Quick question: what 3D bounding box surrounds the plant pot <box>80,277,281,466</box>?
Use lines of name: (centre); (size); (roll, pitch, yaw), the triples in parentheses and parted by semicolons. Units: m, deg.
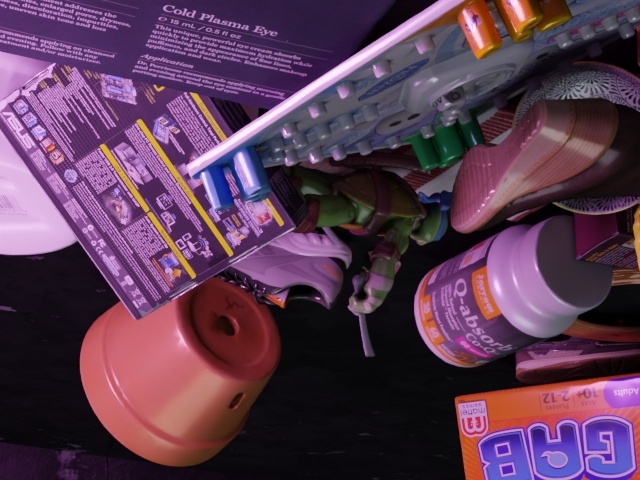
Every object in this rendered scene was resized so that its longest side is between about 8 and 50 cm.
plant pot: (-0.199, 0.179, 1.967); (0.291, 0.290, 0.203); (19, 137, -33)

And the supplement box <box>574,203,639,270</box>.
supplement box: (0.436, -0.013, 1.636); (0.188, 0.080, 0.104); (10, 157, -17)

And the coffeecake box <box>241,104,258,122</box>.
coffeecake box: (-0.147, -0.100, 1.419); (0.068, 0.142, 0.185); (17, 153, -32)

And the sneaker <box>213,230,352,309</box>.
sneaker: (-0.094, 0.037, 1.793); (0.272, 0.108, 0.100); (6, 159, 3)

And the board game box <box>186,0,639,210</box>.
board game box: (0.137, -0.139, 1.139); (0.390, 0.050, 0.390); (-28, 170, 41)

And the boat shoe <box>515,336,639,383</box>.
boat shoe: (0.439, 0.190, 2.136); (0.224, 0.073, 0.080); (-10, 151, 10)

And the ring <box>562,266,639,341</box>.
ring: (0.491, 0.093, 1.953); (0.337, 0.032, 0.336); (3, 158, 1)

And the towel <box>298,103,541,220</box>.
towel: (0.169, -0.109, 1.499); (0.329, 0.037, 0.237); (14, 155, -26)

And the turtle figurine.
turtle figurine: (0.000, 0.000, 1.476); (0.266, 0.197, 0.275); (20, 148, -28)

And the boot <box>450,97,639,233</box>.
boot: (0.263, -0.057, 1.281); (0.207, 0.090, 0.248); (10, 154, -17)

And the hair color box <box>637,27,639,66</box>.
hair color box: (0.406, -0.189, 1.233); (0.167, 0.053, 0.093); (-15, 143, 32)

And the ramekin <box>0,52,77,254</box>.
ramekin: (-0.374, -0.093, 1.443); (0.277, 0.135, 0.277); (5, 153, 3)

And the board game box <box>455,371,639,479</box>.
board game box: (0.495, 0.416, 2.195); (0.356, 0.356, 0.357); (-13, 171, 34)

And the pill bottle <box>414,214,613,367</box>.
pill bottle: (0.265, 0.071, 1.755); (0.162, 0.162, 0.278); (14, 155, -24)

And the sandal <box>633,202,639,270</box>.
sandal: (0.416, -0.017, 1.358); (0.138, 0.317, 0.126); (-7, 129, 25)

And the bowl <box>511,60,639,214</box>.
bowl: (0.298, -0.120, 1.358); (0.170, 0.170, 0.080); (-9, -161, 26)

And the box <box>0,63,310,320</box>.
box: (-0.174, -0.081, 1.283); (0.216, 0.060, 0.270); (-31, 100, 21)

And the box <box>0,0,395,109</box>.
box: (-0.111, -0.267, 0.964); (0.343, 0.178, 0.312); (11, 158, -19)

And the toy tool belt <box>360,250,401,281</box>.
toy tool belt: (0.085, 0.044, 1.877); (0.051, 0.052, 0.083); (35, 153, 4)

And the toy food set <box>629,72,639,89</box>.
toy food set: (0.432, -0.156, 1.359); (0.192, 0.038, 0.132); (7, 155, 21)
